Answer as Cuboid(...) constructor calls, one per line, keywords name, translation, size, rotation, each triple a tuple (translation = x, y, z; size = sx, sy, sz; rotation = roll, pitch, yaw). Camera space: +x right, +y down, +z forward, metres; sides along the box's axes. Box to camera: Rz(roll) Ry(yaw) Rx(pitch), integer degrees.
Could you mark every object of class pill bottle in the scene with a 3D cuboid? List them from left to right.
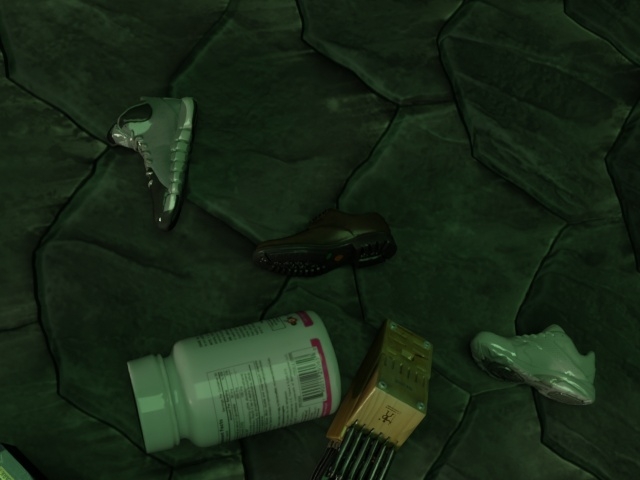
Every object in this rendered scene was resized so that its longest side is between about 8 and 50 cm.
Cuboid(name="pill bottle", translation=(-0.126, 0.207, 1.242), size=(0.283, 0.160, 0.160), rotation=(-11, 81, -15))

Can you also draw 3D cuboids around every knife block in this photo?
Cuboid(name="knife block", translation=(0.068, 0.285, 1.320), size=(0.088, 0.242, 0.275), rotation=(31, 28, -6))

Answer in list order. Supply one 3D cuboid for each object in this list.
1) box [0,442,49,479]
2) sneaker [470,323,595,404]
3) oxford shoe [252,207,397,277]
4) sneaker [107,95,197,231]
Cuboid(name="box", translation=(-0.367, 0.350, 1.119), size=(0.183, 0.233, 0.059), rotation=(46, 70, -1))
Cuboid(name="sneaker", translation=(0.350, 0.184, 1.402), size=(0.232, 0.090, 0.115), rotation=(24, 67, -16))
Cuboid(name="oxford shoe", translation=(0.000, 0.000, 1.370), size=(0.227, 0.083, 0.096), rotation=(-8, 57, -12))
Cuboid(name="sneaker", translation=(-0.270, -0.125, 1.332), size=(0.132, 0.086, 0.228), rotation=(9, 66, -6))
